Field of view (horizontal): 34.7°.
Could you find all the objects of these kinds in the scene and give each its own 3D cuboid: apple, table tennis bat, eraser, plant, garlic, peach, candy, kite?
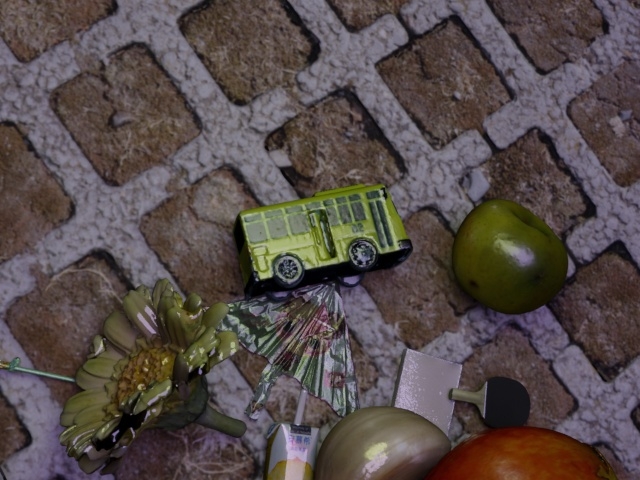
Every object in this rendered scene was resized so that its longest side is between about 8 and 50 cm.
[{"bbox_3d":[0.303,0.029,1.666,0.196,0.196,0.157,23,113,-8],"label":"apple"},{"bbox_3d":[0.282,0.265,1.691,0.156,0.013,0.087,14,77,-21],"label":"table tennis bat"},{"bbox_3d":[0.168,0.260,1.672,0.103,0.023,0.150,17,76,-10],"label":"eraser"},{"bbox_3d":[-0.240,0.236,1.464,0.261,0.305,0.297,-46,122,-44],"label":"plant"},{"bbox_3d":[0.099,0.335,1.568,0.244,0.145,0.164,-18,106,-29],"label":"garlic"},{"bbox_3d":[0.269,0.446,1.495,0.370,0.370,0.370,3,79,-13],"label":"peach"},{"bbox_3d":[-0.457,0.191,1.527,0.201,0.060,0.061,14,76,-20],"label":"candy"},{"bbox_3d":[-0.041,0.170,1.645,0.323,0.013,0.268,37,73,-4],"label":"kite"}]

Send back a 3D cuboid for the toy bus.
[{"bbox_3d":[0.000,0.000,1.625,0.262,0.128,0.150,-12,76,-14],"label":"toy bus"}]

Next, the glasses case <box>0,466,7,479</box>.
[{"bbox_3d":[-0.587,0.387,1.435,0.308,0.083,0.128,-39,96,-17],"label":"glasses case"}]

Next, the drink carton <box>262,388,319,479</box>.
[{"bbox_3d":[-0.046,0.330,1.579,0.084,0.074,0.200,11,76,-14],"label":"drink carton"}]
